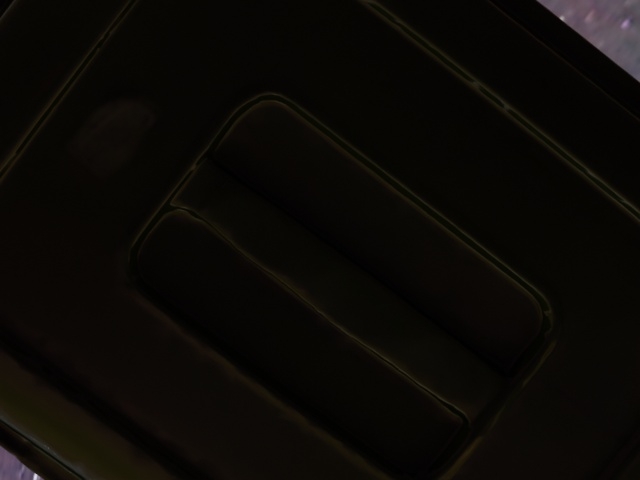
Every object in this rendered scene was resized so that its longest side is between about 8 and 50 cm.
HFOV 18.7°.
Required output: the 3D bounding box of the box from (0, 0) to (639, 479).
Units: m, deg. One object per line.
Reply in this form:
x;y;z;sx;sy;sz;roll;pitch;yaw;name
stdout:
0.000;0.000;0.782;0.329;0.178;0.252;38;-83;-12;box
